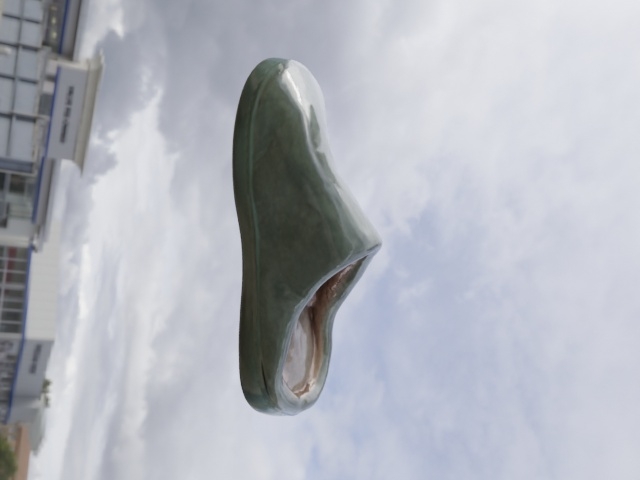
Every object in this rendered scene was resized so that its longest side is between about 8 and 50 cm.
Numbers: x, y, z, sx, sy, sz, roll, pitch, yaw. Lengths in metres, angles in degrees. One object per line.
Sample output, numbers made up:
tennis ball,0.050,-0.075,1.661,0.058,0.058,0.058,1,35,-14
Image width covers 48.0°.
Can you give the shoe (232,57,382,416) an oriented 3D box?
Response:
shoe,0.000,0.000,0.388,0.078,0.079,0.195,4,-90,25
